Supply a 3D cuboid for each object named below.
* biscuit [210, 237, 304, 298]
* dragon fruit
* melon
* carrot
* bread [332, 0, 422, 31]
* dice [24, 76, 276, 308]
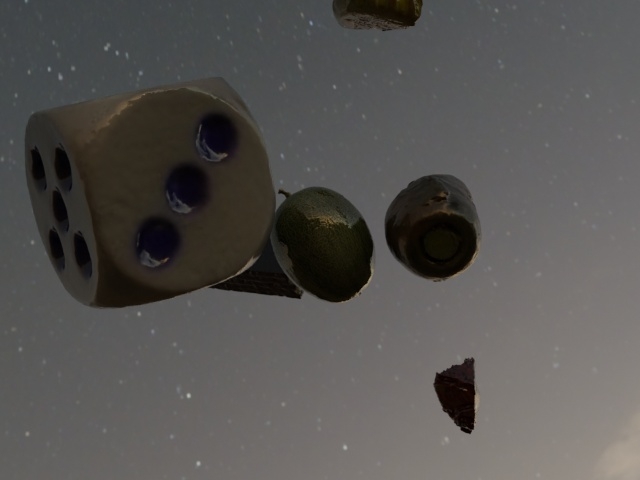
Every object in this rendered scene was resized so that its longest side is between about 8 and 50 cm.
[{"bbox_3d":[-0.115,0.042,1.684,0.252,0.106,0.070,3,-44,35],"label":"biscuit"},{"bbox_3d":[0.230,0.255,1.371,0.097,0.063,0.131,-24,-62,-36],"label":"dragon fruit"},{"bbox_3d":[0.000,0.000,1.270,0.139,0.192,0.139,-35,-9,-7],"label":"melon"},{"bbox_3d":[0.161,-0.026,1.262,0.139,0.302,0.138,1,-82,9],"label":"carrot"},{"bbox_3d":[0.079,-0.392,1.456,0.094,0.157,0.082,2,-86,-45],"label":"bread"},{"bbox_3d":[-0.221,-0.068,1.138,0.259,0.243,0.251,-19,-75,-34],"label":"dice"}]
